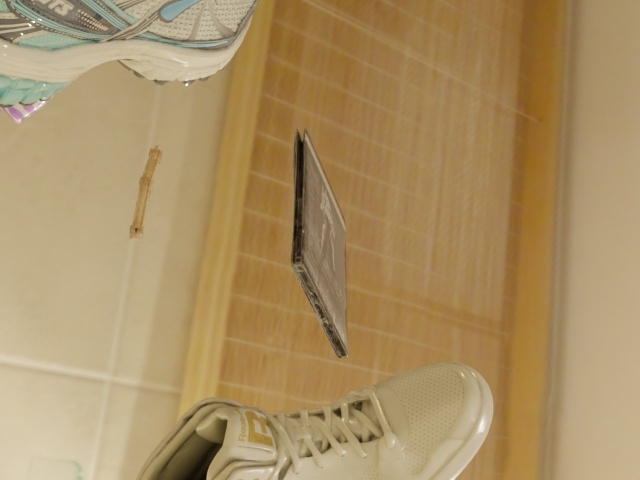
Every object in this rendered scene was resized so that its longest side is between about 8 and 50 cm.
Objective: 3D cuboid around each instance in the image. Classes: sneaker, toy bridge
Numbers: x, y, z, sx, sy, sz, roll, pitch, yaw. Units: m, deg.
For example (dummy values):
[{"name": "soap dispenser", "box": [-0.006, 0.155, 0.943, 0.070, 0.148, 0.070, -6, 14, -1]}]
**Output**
[{"name": "sneaker", "box": [-0.007, 0.170, 0.737, 0.292, 0.169, 0.108, -32, -130, 7]}, {"name": "sneaker", "box": [-0.088, -0.151, 0.478, 0.122, 0.110, 0.283, -40, -179, 32]}, {"name": "toy bridge", "box": [-0.319, -0.096, 1.671, 0.063, 0.026, 0.188, 112, -13, -61]}]

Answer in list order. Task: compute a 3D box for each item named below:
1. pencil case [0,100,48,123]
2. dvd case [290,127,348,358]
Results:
[{"name": "pencil case", "box": [-0.452, -0.282, 1.502, 0.206, 0.086, 0.088, -40, -149, -7]}, {"name": "dvd case", "box": [0.000, 0.000, 1.056, 0.018, 0.165, 0.221, -12, -136, 13]}]
